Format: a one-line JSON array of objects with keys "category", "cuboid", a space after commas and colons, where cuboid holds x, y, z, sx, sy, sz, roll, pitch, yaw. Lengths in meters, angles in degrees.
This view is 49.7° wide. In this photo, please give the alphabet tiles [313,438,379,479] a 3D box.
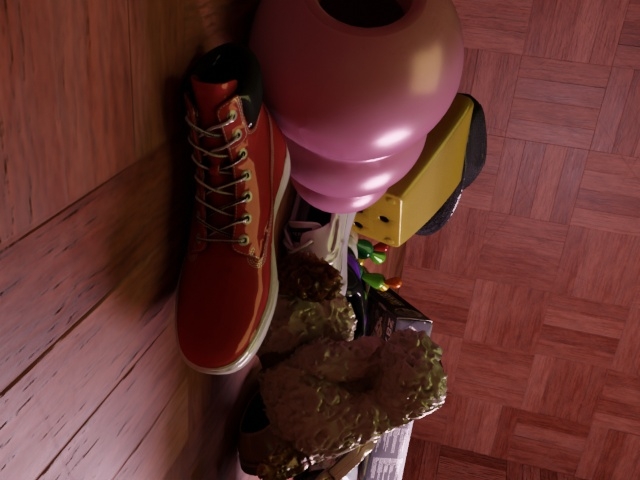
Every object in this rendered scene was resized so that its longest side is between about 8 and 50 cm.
[{"category": "alphabet tiles", "cuboid": [-0.038, 0.340, 0.867, 0.284, 0.021, 0.278, -43, 168, 3]}]

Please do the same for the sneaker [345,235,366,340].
[{"category": "sneaker", "cuboid": [0.022, 0.139, 1.067, 0.146, 0.102, 0.293, -101, -177, -49]}]

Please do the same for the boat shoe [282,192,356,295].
[{"category": "boat shoe", "cuboid": [-0.008, -0.005, 0.936, 0.088, 0.096, 0.267, 22, 84, -50]}]

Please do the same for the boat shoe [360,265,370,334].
[{"category": "boat shoe", "cuboid": [0.075, 0.140, 1.560, 0.066, 0.066, 0.183, 65, 27, -63]}]

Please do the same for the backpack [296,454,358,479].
[{"category": "backpack", "cuboid": [0.018, 0.495, 1.457, 0.182, 0.115, 0.152, -62, 157, -66]}]

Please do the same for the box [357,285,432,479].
[{"category": "box", "cuboid": [0.129, 0.324, 1.611, 0.318, 0.097, 0.395, -140, -121, -75]}]

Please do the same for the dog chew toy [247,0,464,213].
[{"category": "dog chew toy", "cuboid": [0.029, -0.140, 0.736, 0.332, 0.206, 0.207, 97, 8, -63]}]

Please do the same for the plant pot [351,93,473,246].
[{"category": "plant pot", "cuboid": [0.098, -0.118, 1.091, 0.187, 0.212, 0.212, -60, 161, -26]}]

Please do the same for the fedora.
[{"category": "fedora", "cuboid": [0.219, -0.178, 1.334, 0.152, 0.334, 0.334, -18, 130, -26]}]

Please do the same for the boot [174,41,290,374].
[{"category": "boot", "cuboid": [-0.083, -0.028, 0.552, 0.176, 0.088, 0.244, 77, 18, -63]}]

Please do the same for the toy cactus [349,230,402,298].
[{"category": "toy cactus", "cuboid": [0.056, 0.034, 1.228, 0.219, 0.112, 0.180, -27, 110, -40]}]

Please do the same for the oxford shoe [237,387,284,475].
[{"category": "oxford shoe", "cuboid": [-0.056, 0.216, 0.945, 0.212, 0.076, 0.076, -63, 147, -58]}]

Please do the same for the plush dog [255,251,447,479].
[{"category": "plush dog", "cuboid": [-0.017, 0.129, 0.783, 0.225, 0.210, 0.262, 64, -24, 11]}]
